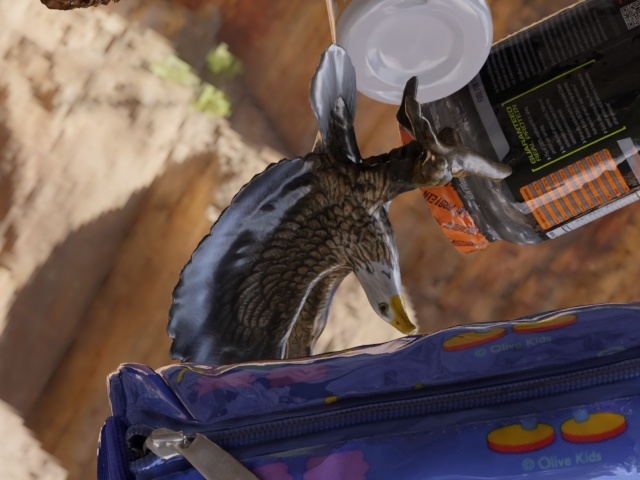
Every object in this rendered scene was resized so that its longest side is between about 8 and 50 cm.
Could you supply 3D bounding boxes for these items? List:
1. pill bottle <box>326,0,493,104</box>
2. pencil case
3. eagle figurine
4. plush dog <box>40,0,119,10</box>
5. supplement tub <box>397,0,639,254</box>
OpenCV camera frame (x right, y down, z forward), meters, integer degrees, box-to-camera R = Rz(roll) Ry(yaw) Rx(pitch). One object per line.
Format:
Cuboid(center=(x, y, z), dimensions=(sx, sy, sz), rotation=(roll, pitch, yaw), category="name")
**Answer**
Cuboid(center=(0.074, -0.273, 1.703), dimensions=(0.152, 0.152, 0.272), rotation=(-53, -150, 35), category="pill bottle")
Cuboid(center=(0.049, 0.091, 0.734), dimensions=(0.133, 0.306, 0.119), rotation=(84, -2, -67), category="pencil case")
Cuboid(center=(0.003, 0.008, 1.492), dimensions=(0.298, 0.226, 0.225), rotation=(-37, -145, 19), category="eagle figurine")
Cuboid(center=(-0.151, -0.300, 1.444), dimensions=(0.262, 0.210, 0.225), rotation=(-57, -148, 25), category="plush dog")
Cuboid(center=(0.261, -0.127, 1.734), dimensions=(0.338, 0.207, 0.207), rotation=(-25, -163, 14), category="supplement tub")
